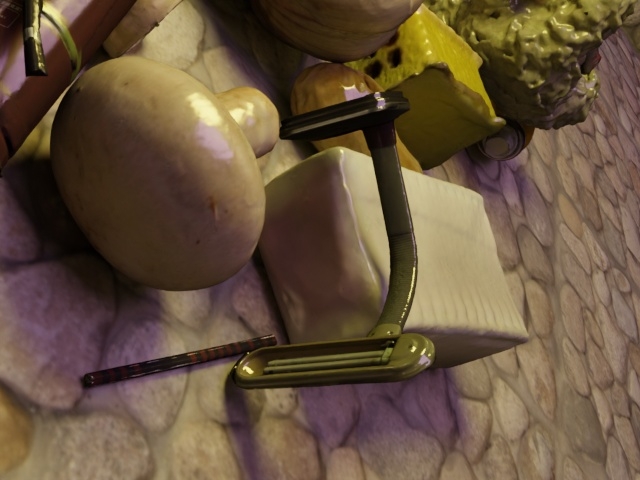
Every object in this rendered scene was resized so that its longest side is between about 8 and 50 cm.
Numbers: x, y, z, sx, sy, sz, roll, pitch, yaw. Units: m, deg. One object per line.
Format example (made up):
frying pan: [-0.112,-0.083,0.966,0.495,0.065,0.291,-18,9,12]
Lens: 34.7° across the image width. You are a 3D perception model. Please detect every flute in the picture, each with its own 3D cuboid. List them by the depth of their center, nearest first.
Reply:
flute: [-0.116,0.106,0.927,0.269,0.014,0.014,-4,70,-59]

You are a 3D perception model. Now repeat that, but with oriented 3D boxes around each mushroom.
mushroom: [-0.114,-0.056,0.862,0.209,0.206,0.206,-9,72,-25]

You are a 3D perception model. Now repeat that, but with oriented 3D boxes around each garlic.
garlic: [0.002,-0.362,1.239,0.322,0.241,0.322,50,8,-9]

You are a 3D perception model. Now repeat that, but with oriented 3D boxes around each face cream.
face cream: [0.339,-0.237,1.829,0.105,0.105,0.349,54,31,-17]

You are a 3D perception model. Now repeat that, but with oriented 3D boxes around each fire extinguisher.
fire extinguisher: [-0.199,-0.197,0.811,0.105,0.141,0.341,54,51,-36]

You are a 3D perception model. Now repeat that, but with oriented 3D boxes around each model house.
model house: [0.133,-0.251,1.442,0.193,0.174,0.234,29,47,-45]

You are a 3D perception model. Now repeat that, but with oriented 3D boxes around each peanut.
peanut: [0.055,-0.125,1.286,0.236,0.110,0.120,49,23,-27]

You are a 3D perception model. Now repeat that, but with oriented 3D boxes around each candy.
candy: [0.088,0.036,1.176,0.358,0.145,0.208,10,60,-54]

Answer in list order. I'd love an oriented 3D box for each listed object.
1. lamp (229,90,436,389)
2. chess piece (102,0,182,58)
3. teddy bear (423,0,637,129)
lamp: [0.003,0.003,0.969,0.124,0.203,0.283,25,56,-69]
chess piece: [-0.232,-0.310,0.974,0.261,0.142,0.143,47,33,-13]
teddy bear: [0.275,-0.348,1.600,0.367,0.224,0.357,45,-14,20]
